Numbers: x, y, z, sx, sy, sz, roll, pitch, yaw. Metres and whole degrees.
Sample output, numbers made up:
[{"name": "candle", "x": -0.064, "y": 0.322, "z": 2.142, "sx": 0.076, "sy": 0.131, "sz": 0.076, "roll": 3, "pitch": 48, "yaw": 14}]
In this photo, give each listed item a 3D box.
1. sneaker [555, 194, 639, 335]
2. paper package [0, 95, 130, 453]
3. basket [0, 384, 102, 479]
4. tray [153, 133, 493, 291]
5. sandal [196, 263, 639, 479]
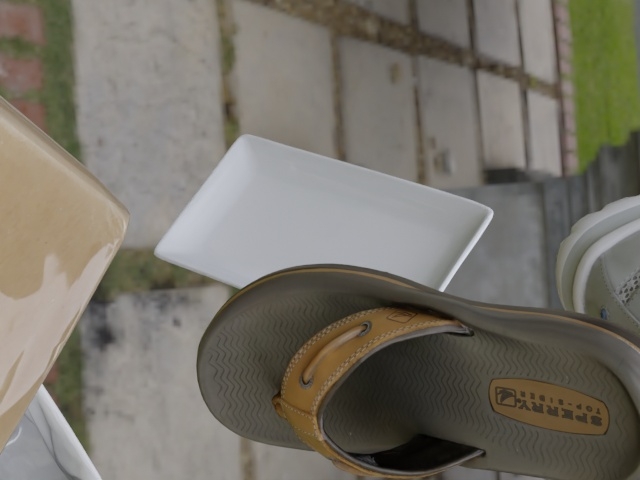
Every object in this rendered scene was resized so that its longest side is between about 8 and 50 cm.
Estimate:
[{"name": "sneaker", "x": 0.268, "y": 0.006, "z": 0.700, "sx": 0.115, "sy": 0.281, "sz": 0.105, "roll": -111, "pitch": 177, "yaw": -58}, {"name": "paper package", "x": -0.257, "y": 0.032, "z": 0.494, "sx": 0.309, "sy": 0.168, "sz": 0.325, "roll": -61, "pitch": 156, "yaw": -6}, {"name": "basket", "x": -0.261, "y": 0.201, "z": 1.208, "sx": 0.167, "sy": 0.113, "sz": 0.103, "roll": 53, "pitch": -13, "yaw": 22}, {"name": "tray", "x": 0.000, "y": 0.000, "z": 1.158, "sx": 0.145, "sy": 0.270, "sz": 0.030, "roll": -54, "pitch": 142, "yaw": -23}, {"name": "sandal", "x": 0.032, "y": 0.064, "z": 0.545, "sx": 0.060, "sy": 0.219, "sz": 0.090, "roll": -36, "pitch": 126, "yaw": -46}]
